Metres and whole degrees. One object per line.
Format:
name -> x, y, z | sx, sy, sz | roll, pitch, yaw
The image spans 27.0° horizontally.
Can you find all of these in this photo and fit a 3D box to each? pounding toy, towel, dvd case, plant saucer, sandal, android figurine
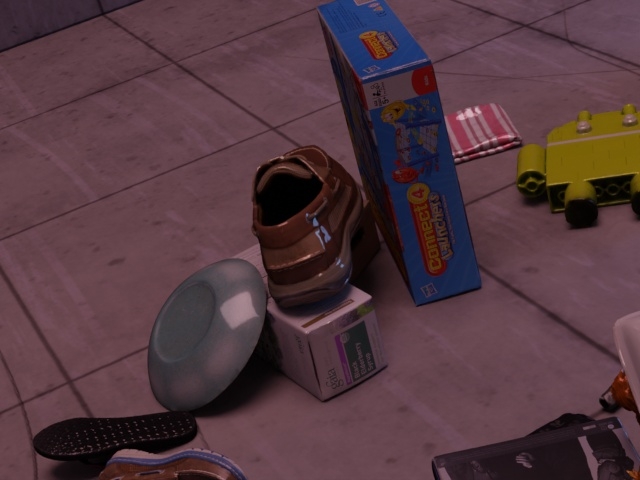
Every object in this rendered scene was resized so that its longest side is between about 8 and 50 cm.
pounding toy -> 0.000, 0.000, 1.696 | 0.130, 0.100, 0.141 | 1, 32, 29
towel -> 0.190, -0.153, 1.970 | 0.197, 0.029, 0.144 | -15, 28, 0
dvd case -> 0.209, 0.255, 1.126 | 0.179, 0.030, 0.239 | -11, 37, -4
plant saucer -> -0.144, 0.100, 1.534 | 0.195, 0.037, 0.195 | -29, 44, 32
sandal -> -0.224, 0.224, 1.464 | 0.179, 0.040, 0.067 | -5, 31, -11
android figurine -> 0.384, -0.108, 1.760 | 0.248, 0.056, 0.273 | -7, 30, 16

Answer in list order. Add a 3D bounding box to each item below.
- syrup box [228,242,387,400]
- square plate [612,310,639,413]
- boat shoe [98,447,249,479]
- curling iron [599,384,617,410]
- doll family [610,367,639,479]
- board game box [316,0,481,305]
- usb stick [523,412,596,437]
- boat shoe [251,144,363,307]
syrup box -> -0.030, 0.088, 1.553 | 0.096, 0.093, 0.237 | -28, 29, -24
square plate -> 0.431, 0.150, 1.007 | 0.347, 0.049, 0.344 | -19, 59, 12
boat shoe -> -0.152, 0.254, 1.341 | 0.183, 0.066, 0.066 | -7, 31, 37
curling iron -> 0.391, 0.098, 1.381 | 0.274, 0.035, 0.068 | -27, 29, -23
doll family -> 0.340, 0.171, 1.152 | 0.163, 0.118, 0.263 | 0, 55, -24
board game box -> 0.094, -0.124, 1.663 | 0.086, 0.302, 0.308 | -17, 26, -2
usb stick -> 0.147, 0.239, 1.229 | 0.278, 0.045, 0.077 | -26, 22, -20
boat shoe -> -0.021, -0.048, 1.560 | 0.123, 0.116, 0.324 | -21, 25, 7
